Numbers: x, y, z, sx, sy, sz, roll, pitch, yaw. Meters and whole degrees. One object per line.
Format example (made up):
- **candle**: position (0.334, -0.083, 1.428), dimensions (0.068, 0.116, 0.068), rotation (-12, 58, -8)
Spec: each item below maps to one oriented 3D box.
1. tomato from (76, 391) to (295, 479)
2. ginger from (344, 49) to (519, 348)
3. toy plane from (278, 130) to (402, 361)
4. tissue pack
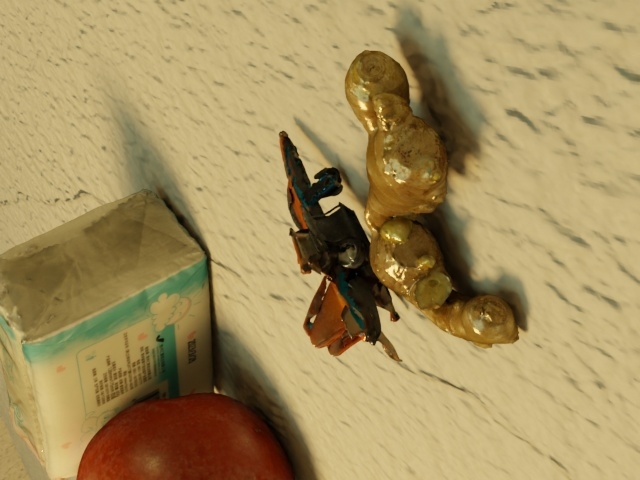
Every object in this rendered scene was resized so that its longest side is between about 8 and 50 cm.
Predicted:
- **tomato**: position (-0.125, 0.251, 1.613), dimensions (0.208, 0.208, 0.184), rotation (89, 163, -52)
- **ginger**: position (0.055, -0.013, 1.037), dimensions (0.193, 0.052, 0.176), rotation (60, 160, 2)
- **toy plane**: position (0.010, -0.005, 1.154), dimensions (0.135, 0.062, 0.188), rotation (34, -141, -54)
- **tissue pack**: position (-0.209, 0.095, 1.636), dimensions (0.124, 0.201, 0.271), rotation (54, 158, 32)
